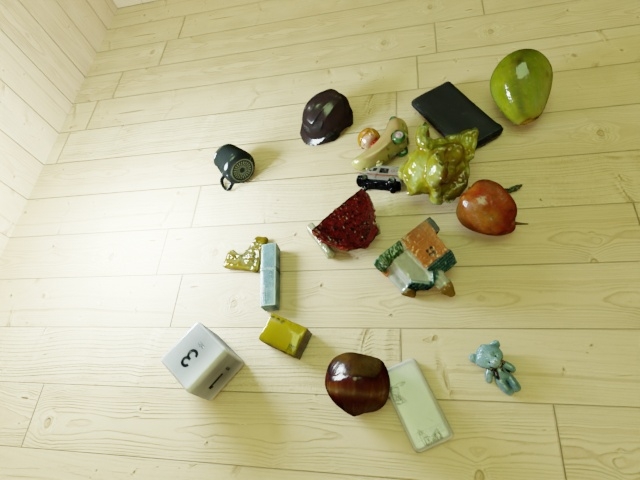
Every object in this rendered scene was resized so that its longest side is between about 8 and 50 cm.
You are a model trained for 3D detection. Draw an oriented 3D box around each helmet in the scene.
[{"bbox_3d":[0.017,-0.624,2.133,0.305,0.177,0.225,-40,61,-10],"label":"helmet"}]

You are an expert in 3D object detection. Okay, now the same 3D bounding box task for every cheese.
[{"bbox_3d":[0.000,0.000,1.851,0.043,0.065,0.194,-29,57,-10],"label":"cheese"}]

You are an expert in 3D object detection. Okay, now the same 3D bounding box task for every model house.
[{"bbox_3d":[0.392,0.107,1.649,0.271,0.190,0.301,-36,74,-11],"label":"model house"}]

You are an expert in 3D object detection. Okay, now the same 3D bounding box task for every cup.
[{"bbox_3d":[-0.440,-0.359,2.126,0.176,0.169,0.223,41,109,33],"label":"cup"}]

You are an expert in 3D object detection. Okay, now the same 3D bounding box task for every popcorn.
[{"bbox_3d":[0.467,-0.326,1.769,0.290,0.325,0.321,-15,32,56],"label":"popcorn"}]

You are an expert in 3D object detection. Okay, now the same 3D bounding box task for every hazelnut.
[{"bbox_3d":[0.118,0.492,1.476,0.230,0.229,0.229,-6,60,11],"label":"hazelnut"}]

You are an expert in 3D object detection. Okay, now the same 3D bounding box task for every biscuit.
[{"bbox_3d":[-0.335,0.058,1.923,0.183,0.039,0.174,2,63,15],"label":"biscuit"}]

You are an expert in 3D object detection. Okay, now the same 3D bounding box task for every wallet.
[{"bbox_3d":[0.629,-0.578,2.012,0.228,0.062,0.406,-30,57,-2],"label":"wallet"}]

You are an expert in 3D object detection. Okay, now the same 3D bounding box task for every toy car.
[{"bbox_3d":[0.267,-0.280,1.924,0.210,0.089,0.108,7,63,16],"label":"toy car"}]

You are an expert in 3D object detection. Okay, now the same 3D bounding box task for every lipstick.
[{"bbox_3d":[-0.211,0.154,1.813,0.078,0.076,0.289,-7,60,9],"label":"lipstick"}]

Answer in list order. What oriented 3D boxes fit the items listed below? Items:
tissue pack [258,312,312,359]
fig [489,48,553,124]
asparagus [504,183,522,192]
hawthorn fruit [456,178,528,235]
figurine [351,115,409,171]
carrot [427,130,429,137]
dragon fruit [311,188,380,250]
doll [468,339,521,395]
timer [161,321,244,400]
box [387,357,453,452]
[{"bbox_3d":[-0.136,0.370,1.669,0.169,0.082,0.120,19,69,23],"label":"tissue pack"},{"bbox_3d":[0.885,-0.667,1.888,0.258,0.258,0.326,-5,73,12],"label":"fig"},{"bbox_3d":[0.720,-0.202,1.796,0.236,0.027,0.034,-7,71,11],"label":"asparagus"},{"bbox_3d":[0.662,-0.108,1.659,0.262,0.210,0.210,37,76,21],"label":"hawthorn fruit"},{"bbox_3d":[0.267,-0.451,2.001,0.324,0.124,0.222,-39,59,-4],"label":"figurine"},{"bbox_3d":[0.495,-0.470,2.004,0.035,0.035,0.142,-9,67,10],"label":"carrot"},{"bbox_3d":[0.123,-0.036,1.805,0.317,0.152,0.205,-39,77,-24],"label":"dragon fruit"},{"bbox_3d":[0.594,0.429,1.447,0.120,0.075,0.179,-31,58,0],"label":"doll"},{"bbox_3d":[-0.442,0.459,1.635,0.192,0.194,0.195,35,75,28],"label":"timer"},{"bbox_3d":[0.323,0.555,1.469,0.142,0.044,0.285,-23,58,-1],"label":"box"}]
